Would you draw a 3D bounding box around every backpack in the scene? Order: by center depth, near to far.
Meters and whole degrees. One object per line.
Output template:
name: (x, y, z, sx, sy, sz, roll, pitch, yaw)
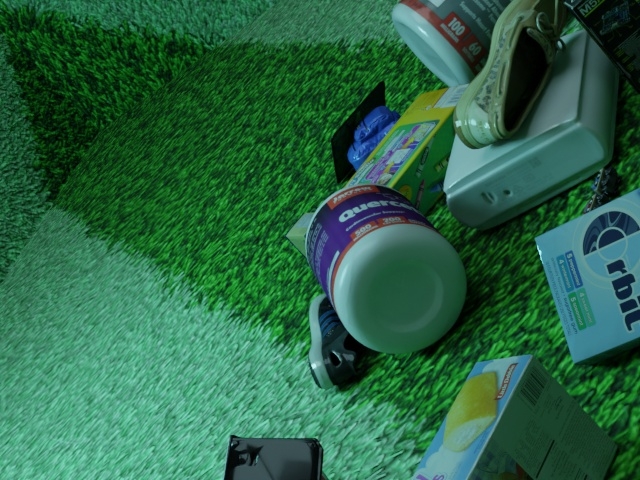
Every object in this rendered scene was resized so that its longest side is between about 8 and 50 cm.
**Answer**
backpack: (0.101, -0.171, 2.380, 0.120, 0.101, 0.098, -41, 14, 14)

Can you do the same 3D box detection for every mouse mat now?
mouse mat: (0.072, -0.195, 2.445, 0.152, 0.007, 0.189, -50, -18, -16)

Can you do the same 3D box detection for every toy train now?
toy train: (0.361, -0.040, 1.752, 0.036, 0.027, 0.158, -37, 19, 47)

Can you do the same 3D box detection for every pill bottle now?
pill bottle: (0.081, 0.026, 1.914, 0.181, 0.181, 0.323, -42, 21, 3)
pill bottle: (0.319, -0.447, 2.355, 0.363, 0.210, 0.210, -44, 20, -1)

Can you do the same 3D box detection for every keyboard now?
keyboard: (-0.102, 0.379, 1.533, 0.202, 0.033, 0.317, -1, 67, 22)

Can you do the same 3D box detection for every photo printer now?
photo printer: (0.316, -0.176, 1.981, 0.256, 0.107, 0.307, -29, 25, 33)

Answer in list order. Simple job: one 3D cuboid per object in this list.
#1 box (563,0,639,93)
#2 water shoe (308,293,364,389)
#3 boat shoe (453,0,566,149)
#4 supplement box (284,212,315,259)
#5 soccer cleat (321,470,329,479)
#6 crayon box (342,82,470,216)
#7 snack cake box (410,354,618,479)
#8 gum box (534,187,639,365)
box: (0.469, -0.327, 1.878, 0.191, 0.184, 0.045, -43, 20, 9)
water shoe: (0.030, 0.145, 1.967, 0.080, 0.073, 0.203, -16, 31, 10)
boat shoe: (0.288, -0.246, 1.890, 0.089, 0.104, 0.285, -2, 54, 52)
supplement box: (0.000, 0.000, 2.253, 0.056, 0.083, 0.083, -51, 21, -18)
soccer cleat: (-0.102, 0.388, 1.612, 0.318, 0.108, 0.116, -33, 53, 17)
crayon box: (0.157, -0.132, 2.224, 0.278, 0.081, 0.165, -51, 22, -20)
snack cake box: (0.174, 0.262, 1.328, 0.089, 0.152, 0.264, -16, 33, 52)
gum box: (0.342, 0.034, 1.488, 0.184, 0.041, 0.157, -27, 67, 35)
